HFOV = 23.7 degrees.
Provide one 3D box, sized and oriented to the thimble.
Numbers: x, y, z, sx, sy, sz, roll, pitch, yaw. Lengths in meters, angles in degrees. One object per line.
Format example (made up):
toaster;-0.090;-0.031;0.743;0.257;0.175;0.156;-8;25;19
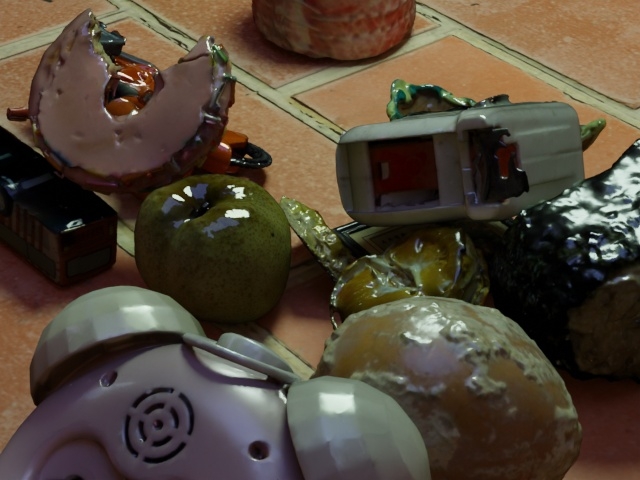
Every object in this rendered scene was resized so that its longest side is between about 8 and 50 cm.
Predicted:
thimble;0.017;-0.365;2.122;0.239;0.162;0.239;1;34;-1

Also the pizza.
pizza;0.001;0.000;1.653;0.036;0.099;0.160;-39;39;0

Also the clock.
clock;-0.114;0.218;1.139;0.342;0.184;0.326;23;77;22

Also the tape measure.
tape measure;0.148;-0.086;1.635;0.265;0.130;0.258;-3;7;32

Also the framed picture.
framed picture;0.141;0.007;1.715;0.195;0.010;0.199;-20;39;-27

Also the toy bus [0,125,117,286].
toy bus;-0.383;-0.079;1.759;0.093;0.092;0.409;-24;41;-35

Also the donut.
donut;-0.206;-0.139;1.661;0.233;0.085;0.199;17;77;19

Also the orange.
orange;0.097;0.065;1.534;0.170;0.112;0.160;6;50;29

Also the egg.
egg;0.107;0.152;1.341;0.245;0.203;0.203;17;36;5

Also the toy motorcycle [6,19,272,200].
toy motorcycle;-0.225;-0.154;1.844;0.325;0.148;0.221;32;23;35

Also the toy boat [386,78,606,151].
toy boat;0.210;-0.126;1.840;0.293;0.099;0.108;16;36;33

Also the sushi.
sushi;0.342;0.014;1.545;0.350;0.211;0.171;-24;45;-23

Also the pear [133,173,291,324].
pear;-0.110;0.007;1.599;0.167;0.137;0.167;-3;38;3
